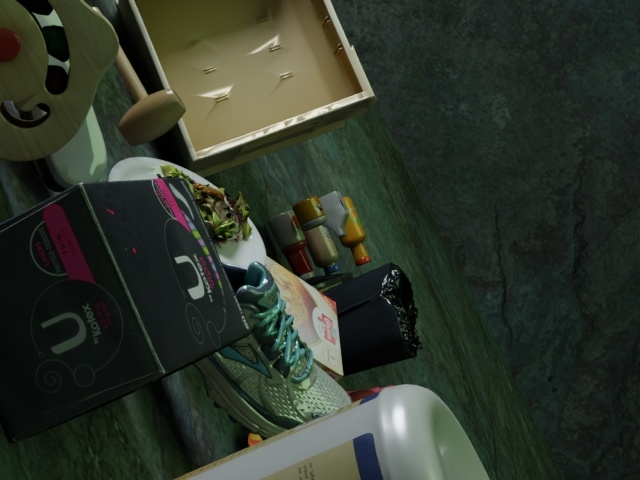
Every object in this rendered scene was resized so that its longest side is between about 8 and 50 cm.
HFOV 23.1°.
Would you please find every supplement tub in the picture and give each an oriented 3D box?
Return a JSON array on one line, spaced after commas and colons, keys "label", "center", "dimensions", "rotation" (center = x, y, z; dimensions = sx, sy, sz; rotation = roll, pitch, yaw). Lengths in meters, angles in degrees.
[{"label": "supplement tub", "center": [-0.023, 0.263, 1.163], "dimensions": [0.228, 0.316, 0.228], "rotation": [60, 13, -24]}]

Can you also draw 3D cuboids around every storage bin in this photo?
[{"label": "storage bin", "center": [-0.093, -0.243, 1.959], "dimensions": [0.123, 0.260, 0.262], "rotation": [127, -58, -74]}]

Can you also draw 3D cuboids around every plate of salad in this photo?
[{"label": "plate of salad", "center": [-0.139, -0.030, 1.712], "dimensions": [0.199, 0.048, 0.200], "rotation": [28, 28, -16]}]

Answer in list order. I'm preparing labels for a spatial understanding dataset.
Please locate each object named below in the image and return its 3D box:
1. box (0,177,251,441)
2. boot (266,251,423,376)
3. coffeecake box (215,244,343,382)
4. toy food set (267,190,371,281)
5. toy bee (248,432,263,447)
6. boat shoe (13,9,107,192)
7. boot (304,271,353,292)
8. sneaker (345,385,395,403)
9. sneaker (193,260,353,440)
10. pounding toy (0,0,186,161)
[{"label": "box", "center": [-0.181, 0.048, 1.323], "dimensions": [0.165, 0.143, 0.270], "rotation": [65, 12, 1]}, {"label": "boot", "center": [0.012, 0.078, 1.943], "dimensions": [0.094, 0.207, 0.246], "rotation": [54, 16, -45]}, {"label": "coffeecake box", "center": [-0.067, 0.085, 1.773], "dimensions": [0.185, 0.068, 0.142], "rotation": [35, 25, -24]}, {"label": "toy food set", "center": [0.000, 0.000, 2.268], "dimensions": [0.105, 0.111, 0.232], "rotation": [66, 9, 4]}, {"label": "toy bee", "center": [-0.025, 0.259, 1.615], "dimensions": [0.298, 0.162, 0.195], "rotation": [180, -102, -70]}, {"label": "boat shoe", "center": [-0.262, -0.153, 1.486], "dimensions": [0.077, 0.070, 0.219], "rotation": [-11, 91, -35]}, {"label": "boot", "center": [0.009, 0.120, 2.200], "dimensions": [0.198, 0.076, 0.137], "rotation": [-10, 93, -65]}, {"label": "sneaker", "center": [0.032, 0.231, 1.900], "dimensions": [0.116, 0.136, 0.314], "rotation": [64, 12, -4]}, {"label": "sneaker", "center": [-0.071, 0.094, 1.531], "dimensions": [0.283, 0.122, 0.110], "rotation": [35, 29, -13]}, {"label": "pounding toy", "center": [-0.264, -0.164, 1.401], "dimensions": [0.269, 0.154, 0.155], "rotation": [47, 0, -13]}]
